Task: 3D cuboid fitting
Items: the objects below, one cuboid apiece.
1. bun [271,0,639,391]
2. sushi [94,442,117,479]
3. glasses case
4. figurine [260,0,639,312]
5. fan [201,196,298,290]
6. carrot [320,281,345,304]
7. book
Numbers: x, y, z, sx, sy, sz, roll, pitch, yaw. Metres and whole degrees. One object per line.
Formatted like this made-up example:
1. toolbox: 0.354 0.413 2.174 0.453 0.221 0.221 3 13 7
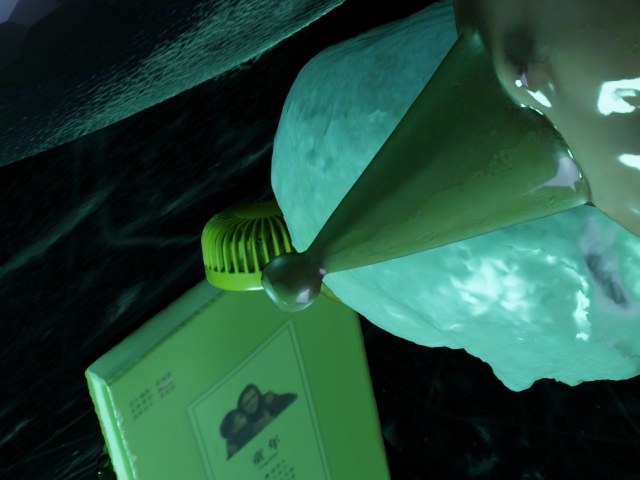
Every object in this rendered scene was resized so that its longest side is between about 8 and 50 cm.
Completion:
1. bun: 0.155 -0.047 0.943 0.362 0.211 0.362 -21 -174 2
2. sushi: -0.074 0.147 1.499 0.287 0.149 0.140 -46 170 33
3. glasses case: -0.036 -0.091 0.504 0.122 0.075 0.314 -45 173 38
4. figurine: 0.153 -0.088 0.541 0.387 0.166 0.207 -34 173 -13
5. fan: 0.000 0.000 1.111 0.155 0.039 0.082 1 -161 31
6. carrot: 0.058 -0.020 1.354 0.193 0.087 0.087 -40 175 -47
7. book: -0.045 0.163 1.410 0.239 0.035 0.352 -38 134 -30
